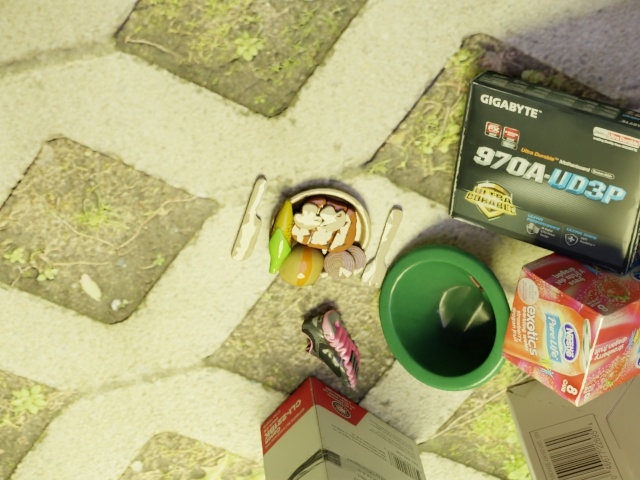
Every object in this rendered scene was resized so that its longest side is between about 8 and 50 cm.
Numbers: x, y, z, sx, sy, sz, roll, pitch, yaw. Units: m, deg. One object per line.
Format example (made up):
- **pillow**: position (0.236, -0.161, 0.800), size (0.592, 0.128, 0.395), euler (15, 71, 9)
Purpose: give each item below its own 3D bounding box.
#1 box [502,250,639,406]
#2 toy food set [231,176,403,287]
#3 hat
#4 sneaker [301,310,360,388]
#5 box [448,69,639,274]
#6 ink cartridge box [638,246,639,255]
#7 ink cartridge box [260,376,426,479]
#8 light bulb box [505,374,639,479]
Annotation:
- **box**: position (0.347, 0.075, 1.394), size (0.256, 0.122, 0.128), euler (-18, 129, -38)
- **toy food set**: position (0.000, 0.000, 1.417), size (0.192, 0.038, 0.132), euler (11, 118, -14)
- **hat**: position (0.197, 0.092, 1.508), size (0.173, 0.183, 0.209), euler (-28, 84, 31)
- **sneaker**: position (0.012, 0.140, 1.505), size (0.057, 0.047, 0.119), euler (-11, 121, 22)
- **box**: position (0.262, -0.077, 1.334), size (0.220, 0.051, 0.175), euler (20, 123, 23)
- **ink cartridge box**: position (0.448, -0.021, 1.349), size (0.172, 0.237, 0.100), euler (1, 120, -8)
- **ink cartridge box**: position (0.040, 0.329, 1.480), size (0.197, 0.273, 0.114), euler (35, 110, -24)
- **light bulb box**: position (0.415, 0.395, 1.521), size (0.225, 0.358, 0.361), euler (-17, 120, 5)
